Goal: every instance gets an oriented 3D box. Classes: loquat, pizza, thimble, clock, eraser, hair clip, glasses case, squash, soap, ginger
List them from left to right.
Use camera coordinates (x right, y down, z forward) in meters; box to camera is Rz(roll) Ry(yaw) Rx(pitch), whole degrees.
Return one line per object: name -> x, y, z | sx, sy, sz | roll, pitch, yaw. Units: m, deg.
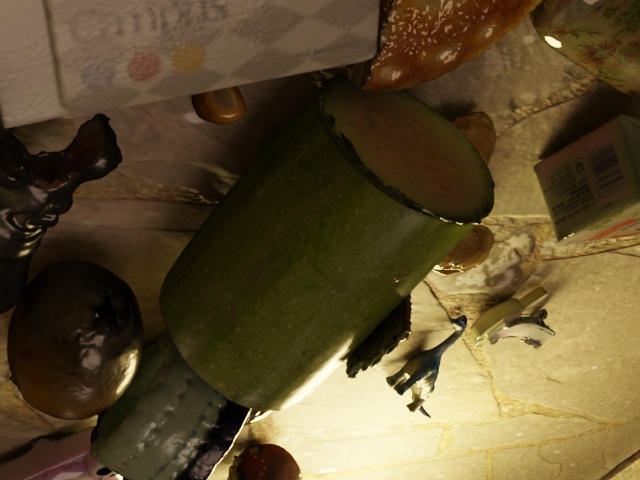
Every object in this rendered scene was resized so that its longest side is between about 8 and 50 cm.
clock -> -0.425, 0.413, 1.770 | 0.227, 0.090, 0.248 | -22, 149, -5
loquat -> -0.316, 0.126, 1.348 | 0.179, 0.179, 0.227 | -3, 130, -32
thimble -> -0.189, 0.222, 1.404 | 0.150, 0.237, 0.237 | 37, 118, -15
eraser -> -0.134, -0.224, 1.043 | 0.397, 0.082, 0.213 | -14, 133, -17
squash -> 0.000, 0.000, 1.313 | 0.263, 0.263, 0.384 | 9, 134, -42
ginger -> 0.107, -0.004, 1.513 | 0.348, 0.122, 0.363 | -30, 159, -10
pizza -> 0.148, -0.294, 1.159 | 0.335, 0.086, 0.226 | -37, 142, 13
hair clip -> 0.364, 0.151, 1.957 | 0.218, 0.071, 0.159 | 4, 135, -47
soap -> 0.460, -0.091, 1.568 | 0.182, 0.138, 0.199 | -5, 164, -31
glasses case -> 0.428, -0.268, 1.372 | 0.156, 0.098, 0.425 | -38, 146, 30

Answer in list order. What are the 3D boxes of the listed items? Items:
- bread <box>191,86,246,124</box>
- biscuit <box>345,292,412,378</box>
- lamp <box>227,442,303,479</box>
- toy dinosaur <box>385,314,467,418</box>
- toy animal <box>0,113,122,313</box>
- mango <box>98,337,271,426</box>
bread -> -0.122, -0.163, 1.200 | 0.049, 0.103, 0.062 | -31, 105, -11
biscuit -> 0.076, 0.104, 1.391 | 0.016, 0.203, 0.144 | 33, 119, -15
lamp -> -0.111, 0.472, 2.022 | 0.135, 0.157, 0.156 | -27, 168, 38
toy dinosaur -> 0.223, 0.247, 2.004 | 0.188, 0.075, 0.247 | -34, 142, -1
toy animal -> -0.358, -0.019, 1.145 | 0.168, 0.106, 0.343 | 6, 144, -40
mango -> -0.199, 0.214, 1.600 | 0.316, 0.146, 0.193 | -6, 142, -4
